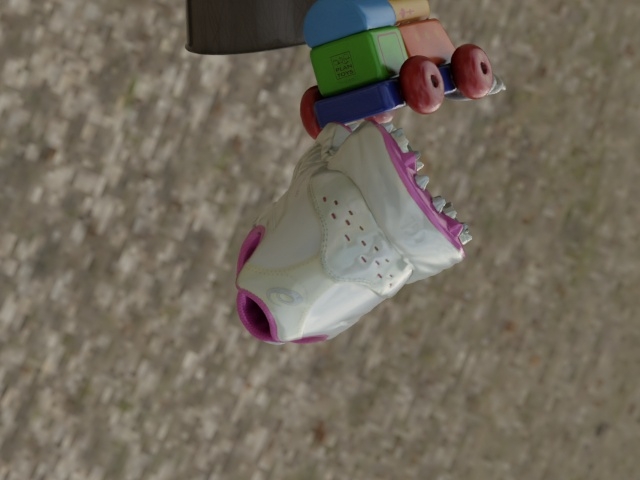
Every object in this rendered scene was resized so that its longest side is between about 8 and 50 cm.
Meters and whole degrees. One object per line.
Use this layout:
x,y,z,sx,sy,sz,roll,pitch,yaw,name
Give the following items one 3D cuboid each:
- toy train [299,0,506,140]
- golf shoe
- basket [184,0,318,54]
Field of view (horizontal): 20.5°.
0.065,-0.165,1.330,0.248,0.105,0.143,-22,98,-59,toy train
0.000,0.000,1.107,0.140,0.115,0.306,-37,180,-3,golf shoe
-0.034,-0.287,1.472,0.154,0.204,0.227,-96,176,-71,basket
